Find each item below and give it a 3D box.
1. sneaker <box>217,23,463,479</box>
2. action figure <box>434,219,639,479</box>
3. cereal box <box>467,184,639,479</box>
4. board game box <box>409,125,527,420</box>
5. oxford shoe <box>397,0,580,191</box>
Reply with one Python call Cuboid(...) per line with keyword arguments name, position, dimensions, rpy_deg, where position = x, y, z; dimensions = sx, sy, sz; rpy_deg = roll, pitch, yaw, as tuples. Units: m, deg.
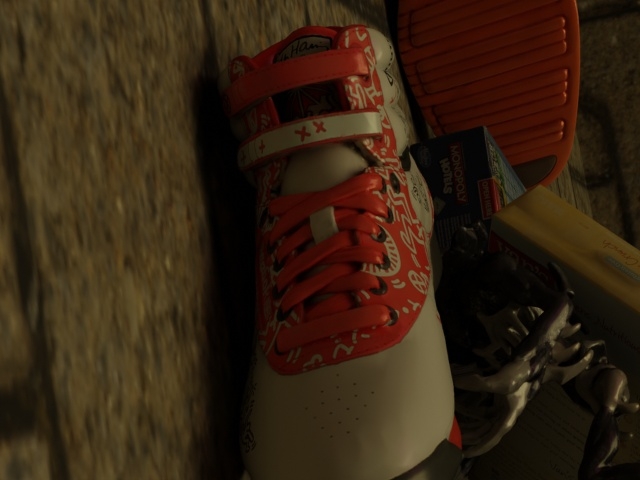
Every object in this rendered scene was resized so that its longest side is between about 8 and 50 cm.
Cuboid(name="sneaker", position=(-0.001, 0.000, 0.723), dimensions=(0.270, 0.090, 0.145), rpy_deg=(-80, 154, -66))
Cuboid(name="action figure", position=(0.112, 0.095, 0.962), dimensions=(0.276, 0.141, 0.164), rpy_deg=(39, -23, 25))
Cuboid(name="cereal box", position=(0.170, 0.103, 1.068), dimensions=(0.047, 0.173, 0.240), rpy_deg=(-32, 143, -31))
Cuboid(name="board game box", position=(0.136, 0.042, 1.266), dimensions=(0.194, 0.060, 0.194), rpy_deg=(32, 48, -61))
Cuboid(name="oxford shoe", position=(0.109, -0.212, 1.281), dimensions=(0.133, 0.130, 0.363), rpy_deg=(-75, 152, -75))
